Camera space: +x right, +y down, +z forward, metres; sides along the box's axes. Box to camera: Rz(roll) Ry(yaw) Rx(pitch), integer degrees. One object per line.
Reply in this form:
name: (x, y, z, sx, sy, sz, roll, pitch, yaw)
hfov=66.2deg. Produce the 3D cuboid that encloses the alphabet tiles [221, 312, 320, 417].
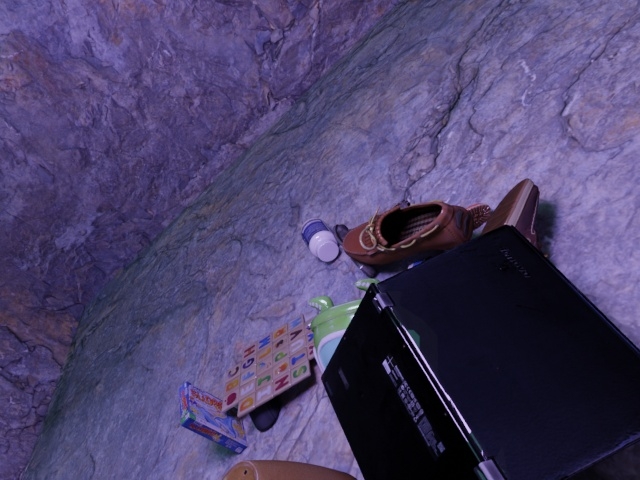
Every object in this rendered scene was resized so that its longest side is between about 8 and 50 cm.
alphabet tiles: (-0.134, 0.340, 1.380, 0.342, 0.011, 0.285, -33, 23, 9)

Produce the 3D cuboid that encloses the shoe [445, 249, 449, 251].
shoe: (0.342, 0.027, 1.142, 0.081, 0.063, 0.178, -37, 37, 17)

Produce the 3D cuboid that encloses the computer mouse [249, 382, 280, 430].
computer mouse: (-0.199, 0.428, 1.395, 0.184, 0.060, 0.262, -36, 32, 20)

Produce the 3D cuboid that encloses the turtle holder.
turtle holder: (0.141, 0.217, 1.053, 0.320, 0.243, 0.228, -12, 68, 6)

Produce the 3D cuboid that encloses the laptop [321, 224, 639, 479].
laptop: (0.232, 0.240, 0.787, 0.382, 0.236, 0.408, 61, 137, 44)

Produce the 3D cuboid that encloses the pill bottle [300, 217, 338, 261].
pill bottle: (0.000, 0.000, 1.585, 0.094, 0.094, 0.169, -45, 30, 6)

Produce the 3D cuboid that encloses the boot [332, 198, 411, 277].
boot: (0.171, -0.031, 1.414, 0.229, 0.091, 0.263, -45, 41, 7)

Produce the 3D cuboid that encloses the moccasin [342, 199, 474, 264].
moccasin: (0.180, -0.020, 1.200, 0.380, 0.146, 0.139, -5, 61, 55)

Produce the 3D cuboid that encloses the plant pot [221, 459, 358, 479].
plant pot: (-0.070, 0.520, 0.929, 0.237, 0.254, 0.237, -34, 32, 25)

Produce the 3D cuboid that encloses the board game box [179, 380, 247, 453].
board game box: (-0.289, 0.476, 1.318, 0.035, 0.201, 0.136, -45, 31, 6)

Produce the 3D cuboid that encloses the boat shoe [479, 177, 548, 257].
boat shoe: (0.396, 0.036, 1.012, 0.342, 0.123, 0.123, -64, 2, -19)

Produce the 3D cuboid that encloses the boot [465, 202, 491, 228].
boot: (0.349, -0.058, 1.234, 0.157, 0.059, 0.085, -31, 27, 26)

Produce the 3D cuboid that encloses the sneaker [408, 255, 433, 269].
sneaker: (0.249, 0.102, 1.178, 0.084, 0.058, 0.152, -34, 26, 40)

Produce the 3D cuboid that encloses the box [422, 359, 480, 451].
box: (0.283, 0.263, 0.864, 0.300, 0.142, 0.154, -38, 32, 18)
